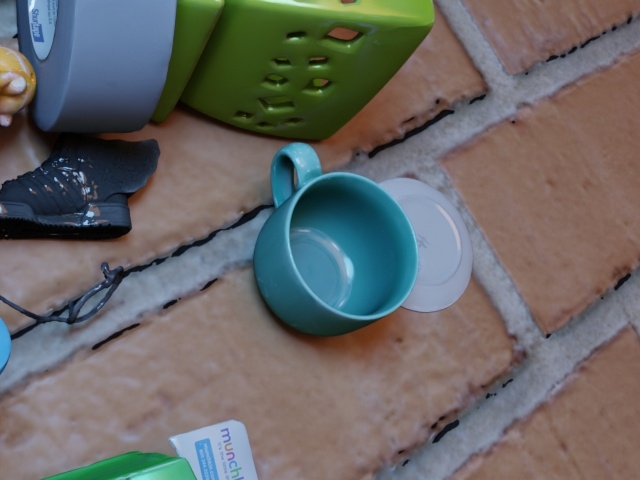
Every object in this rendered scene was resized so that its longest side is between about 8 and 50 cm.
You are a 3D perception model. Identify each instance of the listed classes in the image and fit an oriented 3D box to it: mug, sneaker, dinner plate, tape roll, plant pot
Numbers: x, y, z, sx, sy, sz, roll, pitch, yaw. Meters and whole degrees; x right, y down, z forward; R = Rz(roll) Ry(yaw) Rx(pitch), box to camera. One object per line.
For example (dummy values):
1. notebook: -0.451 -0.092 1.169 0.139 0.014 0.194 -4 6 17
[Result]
1. mug: 0.008 0.006 0.792 0.129 0.097 0.157 14 65 -23
2. sneaker: -0.210 -0.048 0.724 0.170 0.051 0.089 3 70 -33
3. dinner plate: 0.097 0.001 0.892 0.141 0.017 0.141 9 69 -25
4. tape roll: -0.179 -0.193 0.691 0.072 0.219 0.219 -3 73 -28
5. plant pot: -0.062 -0.229 0.773 0.207 0.227 0.228 -3 72 -24

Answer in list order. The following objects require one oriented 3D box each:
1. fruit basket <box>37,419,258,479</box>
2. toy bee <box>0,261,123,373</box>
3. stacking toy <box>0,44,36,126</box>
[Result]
1. fruit basket: -0.156 0.327 0.574 0.327 0.165 0.353 -13 94 -31
2. toy bee: -0.282 0.061 0.583 0.162 0.298 0.195 40 102 -1
3. stacking toy: -0.270 -0.095 0.565 0.302 0.166 0.175 -49 134 -71
